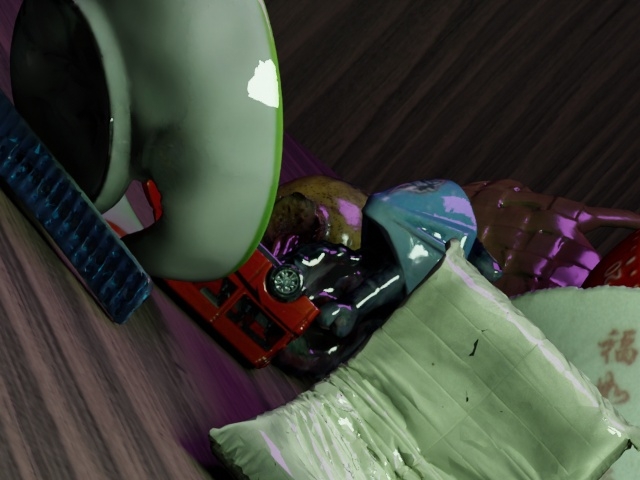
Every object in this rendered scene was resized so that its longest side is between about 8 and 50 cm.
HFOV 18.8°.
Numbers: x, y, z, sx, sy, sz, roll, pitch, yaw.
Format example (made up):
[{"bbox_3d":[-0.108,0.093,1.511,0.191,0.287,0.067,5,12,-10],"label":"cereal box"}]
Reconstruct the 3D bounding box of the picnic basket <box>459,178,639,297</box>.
[{"bbox_3d":[0.264,0.079,2.203,0.337,0.293,0.337,9,33,-6],"label":"picnic basket"}]

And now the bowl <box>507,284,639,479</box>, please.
[{"bbox_3d":[0.264,0.248,1.578,0.435,0.435,0.196,41,51,-20],"label":"bowl"}]

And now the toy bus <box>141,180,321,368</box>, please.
[{"bbox_3d":[-0.090,0.017,1.667,0.195,0.089,0.081,44,-2,-1],"label":"toy bus"}]

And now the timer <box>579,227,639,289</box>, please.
[{"bbox_3d":[0.418,0.138,1.841,0.378,0.279,0.378,39,30,-28],"label":"timer"}]

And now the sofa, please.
[{"bbox_3d":[0.075,0.140,1.337,0.210,0.225,0.176,48,4,17],"label":"sofa"}]

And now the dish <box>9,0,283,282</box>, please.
[{"bbox_3d":[-0.165,-0.116,1.518,0.124,0.324,0.324,-11,41,-31],"label":"dish"}]

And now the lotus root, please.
[{"bbox_3d":[0.000,-0.002,2.081,0.154,0.154,0.278,46,11,23],"label":"lotus root"}]

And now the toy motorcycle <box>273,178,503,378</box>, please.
[{"bbox_3d":[0.125,0.097,1.831,0.416,0.232,0.172,39,-4,-30],"label":"toy motorcycle"}]

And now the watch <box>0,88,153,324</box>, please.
[{"bbox_3d":[-0.259,-0.086,1.456,0.276,0.068,0.274,40,7,-34],"label":"watch"}]
